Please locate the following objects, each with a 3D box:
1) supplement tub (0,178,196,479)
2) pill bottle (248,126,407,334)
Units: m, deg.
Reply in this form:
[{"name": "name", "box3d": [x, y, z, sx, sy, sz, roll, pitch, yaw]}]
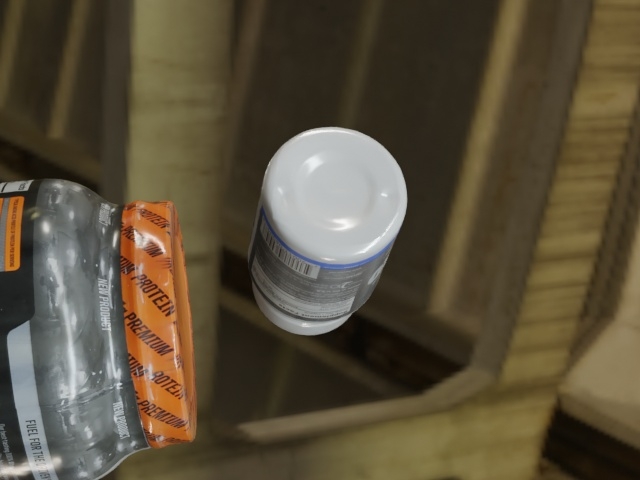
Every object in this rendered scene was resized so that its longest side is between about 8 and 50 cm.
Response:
[{"name": "supplement tub", "box3d": [-0.257, 0.069, 1.091, 0.207, 0.338, 0.207, 175, -90, -89]}, {"name": "pill bottle", "box3d": [0.000, 0.000, 0.921, 0.137, 0.078, 0.078, 108, -34, -66]}]
